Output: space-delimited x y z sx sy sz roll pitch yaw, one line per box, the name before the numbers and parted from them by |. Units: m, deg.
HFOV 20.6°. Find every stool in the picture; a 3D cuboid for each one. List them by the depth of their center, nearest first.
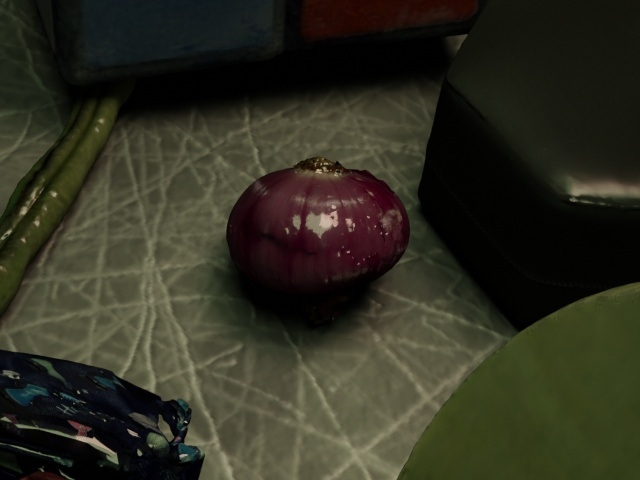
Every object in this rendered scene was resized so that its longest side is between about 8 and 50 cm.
stool | 0.181 -0.061 1.126 0.232 0.141 0.232 4 53 -5

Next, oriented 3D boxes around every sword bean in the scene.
sword bean | -0.176 -0.030 1.111 0.043 0.038 0.269 22 51 5

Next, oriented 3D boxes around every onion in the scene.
onion | 0.000 0.000 1.086 0.115 0.115 0.104 -7 98 -15

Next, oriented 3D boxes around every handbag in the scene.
handbag | -0.193 0.112 0.923 0.260 0.162 0.113 12 91 -2

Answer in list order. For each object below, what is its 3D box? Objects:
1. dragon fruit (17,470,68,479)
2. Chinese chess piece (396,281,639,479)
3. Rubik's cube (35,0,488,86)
dragon fruit | -0.168 0.249 0.734 0.329 0.329 0.329 5 52 -6
Chinese chess piece | 0.172 0.190 0.770 0.146 0.349 0.349 15 43 -40
Rubik's cube | -0.060 -0.327 1.162 0.318 0.316 0.313 -11 46 -15
